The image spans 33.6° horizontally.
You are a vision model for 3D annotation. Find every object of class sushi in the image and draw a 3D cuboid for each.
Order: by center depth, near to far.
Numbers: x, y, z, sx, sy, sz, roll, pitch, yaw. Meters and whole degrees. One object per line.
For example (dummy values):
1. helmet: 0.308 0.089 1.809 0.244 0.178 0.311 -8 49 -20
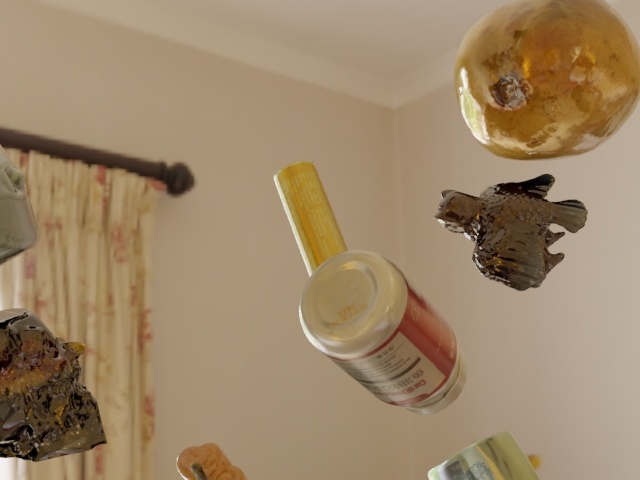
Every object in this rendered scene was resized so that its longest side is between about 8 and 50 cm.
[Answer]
1. sushi: -0.350 0.159 1.209 0.172 0.150 0.153 -9 11 -20

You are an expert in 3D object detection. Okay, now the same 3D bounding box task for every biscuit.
1. biscuit: -0.145 0.478 1.731 0.334 0.202 0.047 32 -12 29

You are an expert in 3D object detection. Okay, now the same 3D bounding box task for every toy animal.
1. toy animal: 0.252 -0.036 1.426 0.180 0.218 0.116 22 -42 -4

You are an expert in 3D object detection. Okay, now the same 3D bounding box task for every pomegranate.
1. pomegranate: 0.348 -0.250 1.628 0.307 0.307 0.307 -1 -17 0

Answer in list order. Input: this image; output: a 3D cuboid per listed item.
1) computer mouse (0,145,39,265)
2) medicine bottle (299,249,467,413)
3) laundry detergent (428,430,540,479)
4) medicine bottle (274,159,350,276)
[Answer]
1. computer mouse: -0.419 -0.042 1.231 0.122 0.188 0.371 -20 10 15
2. medicine bottle: 0.082 0.116 1.258 0.131 0.131 0.250 -10 -32 26
3. laundry detergent: 0.301 0.476 1.752 0.105 0.280 0.215 -10 -23 -37
4. medicine bottle: 0.000 0.000 1.402 0.074 0.218 0.074 -18 -22 -8
